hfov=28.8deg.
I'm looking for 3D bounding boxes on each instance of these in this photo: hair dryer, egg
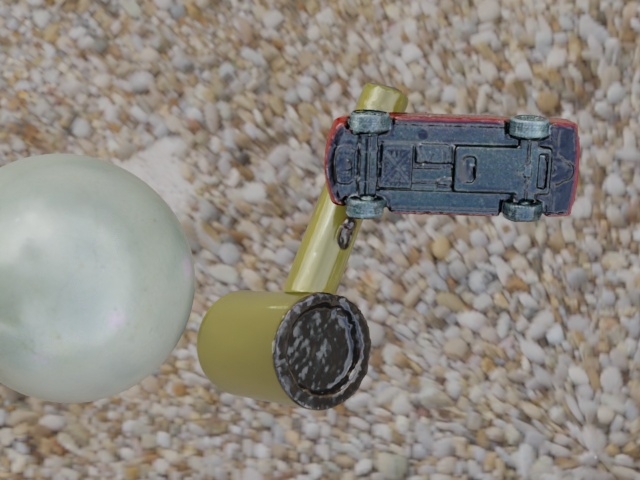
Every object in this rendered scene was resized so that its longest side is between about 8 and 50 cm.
[{"bbox_3d":[0.000,0.000,1.014,0.135,0.090,0.279,-2,62,56],"label":"hair dryer"},{"bbox_3d":[-0.161,0.020,0.776,0.151,0.209,0.151,-5,102,-24],"label":"egg"}]

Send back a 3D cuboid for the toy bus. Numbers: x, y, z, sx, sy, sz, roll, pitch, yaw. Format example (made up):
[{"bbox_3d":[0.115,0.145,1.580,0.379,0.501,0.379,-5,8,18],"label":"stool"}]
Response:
[{"bbox_3d":[0.100,-0.064,0.978,0.195,0.089,0.081,1,105,-1],"label":"toy bus"}]
